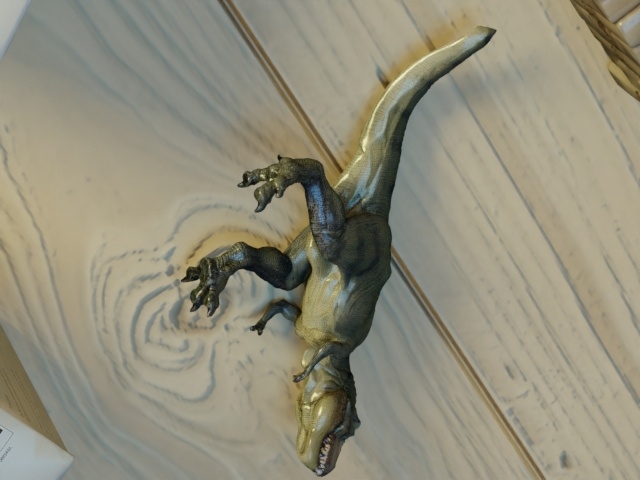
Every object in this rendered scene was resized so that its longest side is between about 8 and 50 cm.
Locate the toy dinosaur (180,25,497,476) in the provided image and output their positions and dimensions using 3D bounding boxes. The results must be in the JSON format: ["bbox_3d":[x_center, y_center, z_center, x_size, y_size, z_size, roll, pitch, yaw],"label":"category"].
[{"bbox_3d":[0.000,0.000,0.933,0.118,0.064,0.268,4,114,-34],"label":"toy dinosaur"}]

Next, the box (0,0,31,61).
[{"bbox_3d":[-0.205,-0.166,0.774,0.170,0.091,0.130,23,107,-25],"label":"box"}]

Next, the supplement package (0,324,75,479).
[{"bbox_3d":[-0.256,0.069,0.804,0.203,0.194,0.149,38,91,-28],"label":"supplement package"}]

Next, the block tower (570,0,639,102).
[{"bbox_3d":[0.122,-0.207,0.851,0.097,0.091,0.335,-36,120,4],"label":"block tower"}]
